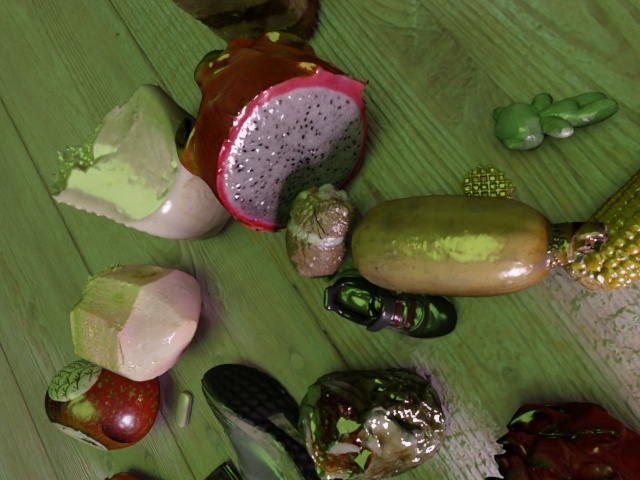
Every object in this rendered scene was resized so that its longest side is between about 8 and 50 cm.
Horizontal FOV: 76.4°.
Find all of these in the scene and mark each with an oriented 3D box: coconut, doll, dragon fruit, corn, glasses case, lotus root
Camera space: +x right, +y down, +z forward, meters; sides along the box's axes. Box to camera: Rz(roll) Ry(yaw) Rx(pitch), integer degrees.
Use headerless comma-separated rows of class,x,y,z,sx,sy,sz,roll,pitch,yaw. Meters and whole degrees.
coconut,-0.366,0.159,0.839,0.245,0.233,0.233,3,93,26
doll,-0.007,0.001,0.680,0.105,0.115,0.221,23,145,6
dragon fruit,-0.085,-0.191,0.673,0.305,0.305,0.226,-53,57,18
corn,0.448,-0.057,0.499,0.119,0.119,0.322,44,113,18
glasses case,-0.316,0.389,0.936,0.032,0.021,0.083,15,99,25
dragon fruit,0.370,0.318,0.520,0.293,0.234,0.233,-10,87,-5
lotus root,0.203,0.010,0.583,0.343,0.169,0.151,3,93,32
doll,0.328,-0.166,0.576,0.150,0.077,0.115,-12,42,21

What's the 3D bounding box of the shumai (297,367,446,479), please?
shumai,0.061,0.307,0.650,0.256,0.218,0.189,-18,75,25

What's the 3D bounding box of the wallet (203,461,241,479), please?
wallet,-0.173,0.599,0.863,0.230,0.042,0.124,48,113,19

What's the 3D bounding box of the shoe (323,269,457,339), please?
shoe,0.104,0.112,0.673,0.227,0.112,0.099,13,96,27

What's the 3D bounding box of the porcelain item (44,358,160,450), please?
porcelain item,-0.470,0.340,0.931,0.253,0.253,0.253,1,92,26

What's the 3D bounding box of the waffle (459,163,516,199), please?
waffle,0.260,-0.078,0.643,0.078,0.016,0.085,-36,78,19

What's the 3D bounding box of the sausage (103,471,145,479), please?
sausage,-0.403,0.623,0.949,0.312,0.093,0.093,6,94,26

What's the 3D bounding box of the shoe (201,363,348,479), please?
shoe,-0.115,0.396,0.793,0.336,0.132,0.171,38,117,17

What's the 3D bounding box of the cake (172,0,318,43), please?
cake,-0.143,-0.478,0.674,0.196,0.293,0.198,6,90,26

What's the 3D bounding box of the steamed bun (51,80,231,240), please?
steamed bun,-0.301,-0.149,0.774,0.273,0.290,0.272,21,95,5
